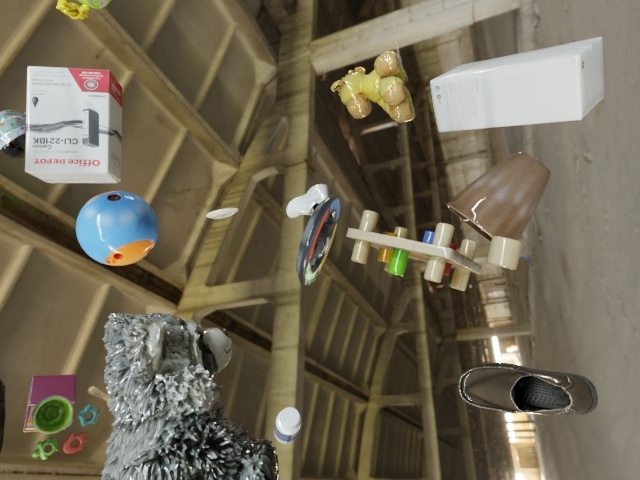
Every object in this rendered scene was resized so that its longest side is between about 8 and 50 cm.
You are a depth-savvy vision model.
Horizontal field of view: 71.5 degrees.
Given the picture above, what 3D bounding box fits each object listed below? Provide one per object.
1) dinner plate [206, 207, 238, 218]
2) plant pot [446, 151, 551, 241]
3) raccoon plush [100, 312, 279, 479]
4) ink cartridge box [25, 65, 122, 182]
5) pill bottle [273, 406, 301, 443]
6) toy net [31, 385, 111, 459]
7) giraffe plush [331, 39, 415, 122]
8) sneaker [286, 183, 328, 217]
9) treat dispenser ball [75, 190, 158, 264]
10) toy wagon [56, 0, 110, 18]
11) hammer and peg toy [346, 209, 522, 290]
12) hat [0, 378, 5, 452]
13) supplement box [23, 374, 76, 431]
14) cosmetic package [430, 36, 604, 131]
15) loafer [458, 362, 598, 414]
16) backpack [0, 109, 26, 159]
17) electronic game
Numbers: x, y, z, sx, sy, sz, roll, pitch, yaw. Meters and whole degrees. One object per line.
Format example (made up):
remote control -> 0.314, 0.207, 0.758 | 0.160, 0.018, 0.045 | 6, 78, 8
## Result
dinner plate -> -0.426, -0.114, 1.934 | 0.141, 0.141, 0.017 | 0, -105, -70
plant pot -> 0.505, -0.120, 1.218 | 0.215, 0.230, 0.215 | 37, -171, -7
raccoon plush -> -0.235, 0.290, 0.517 | 0.299, 0.216, 0.446 | 59, -143, -21
ink cartridge box -> -0.631, -0.292, 1.150 | 0.114, 0.197, 0.272 | 160, 110, -81
pill bottle -> -0.085, 0.483, 1.168 | 0.120, 0.067, 0.067 | 104, 176, -49
toy net -> -0.454, 0.356, 0.908 | 0.232, 0.045, 0.121 | -3, -98, -43
giraffe plush -> 0.121, -0.370, 1.085 | 0.181, 0.171, 0.210 | 43, -142, -56
sneaker -> -0.037, -0.092, 1.190 | 0.054, 0.152, 0.061 | 10, -121, -43
treat dispenser ball -> -0.773, -0.046, 1.703 | 0.288, 0.289, 0.287 | -11, -90, -70
toy wagon -> -0.318, -0.506, 0.685 | 0.267, 0.068, 0.344 | -56, -9, -73
hammer and peg toy -> 0.271, 0.039, 1.023 | 0.266, 0.362, 0.127 | 19, -95, -56
hat -> -0.616, 0.334, 0.756 | 0.134, 0.331, 0.330 | 17, -123, -25
supplement box -> -0.727, 0.438, 1.194 | 0.104, 0.188, 0.080 | 9, -134, -32
cosmetic package -> 0.498, -0.393, 1.145 | 0.197, 0.366, 0.155 | -34, -61, -35
loafer -> 0.317, 0.239, 0.724 | 0.079, 0.220, 0.080 | 14, -112, -42
backpack -> -0.938, -0.329, 1.368 | 0.115, 0.152, 0.182 | 49, 179, -15
electronic game -> 0.000, 0.000, 1.070 | 0.229, 0.048, 0.229 | 20, -90, -78
